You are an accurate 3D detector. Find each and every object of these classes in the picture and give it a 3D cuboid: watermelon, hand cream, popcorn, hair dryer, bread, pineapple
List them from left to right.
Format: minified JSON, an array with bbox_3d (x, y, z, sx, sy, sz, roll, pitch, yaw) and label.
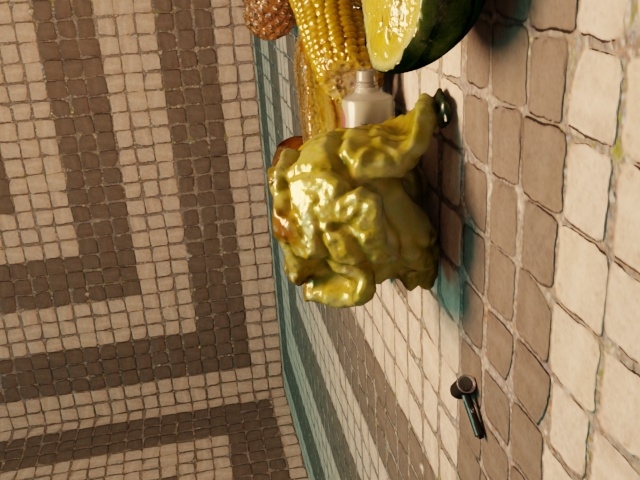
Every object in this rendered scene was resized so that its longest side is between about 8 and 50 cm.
[{"bbox_3d":[-0.128,-0.679,1.866,0.364,0.166,0.165,98,163,-59],"label":"pineapple"},{"bbox_3d":[0.011,-0.291,1.491,0.184,0.111,0.234,128,136,-82],"label":"bread"},{"bbox_3d":[0.050,-0.039,1.023,0.293,0.237,0.292,174,90,-85],"label":"popcorn"},{"bbox_3d":[0.078,-0.106,1.193,0.078,0.124,0.340,20,121,43],"label":"hand cream"},{"bbox_3d":[0.110,-0.282,0.780,0.232,0.127,0.204,98,162,-54],"label":"watermelon"},{"bbox_3d":[0.200,0.223,0.982,0.047,0.026,0.083,98,155,-66],"label":"hair dryer"}]

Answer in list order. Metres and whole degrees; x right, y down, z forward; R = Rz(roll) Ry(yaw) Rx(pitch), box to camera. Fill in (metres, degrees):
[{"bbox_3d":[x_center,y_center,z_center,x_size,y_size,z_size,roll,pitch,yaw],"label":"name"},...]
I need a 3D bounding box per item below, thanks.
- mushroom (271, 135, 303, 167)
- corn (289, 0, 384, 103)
[{"bbox_3d":[-0.043,-0.131,1.795,0.253,0.153,0.253,175,90,-79],"label":"mushroom"},{"bbox_3d":[0.015,-0.405,1.258,0.144,0.144,0.387,98,162,-59],"label":"corn"}]
